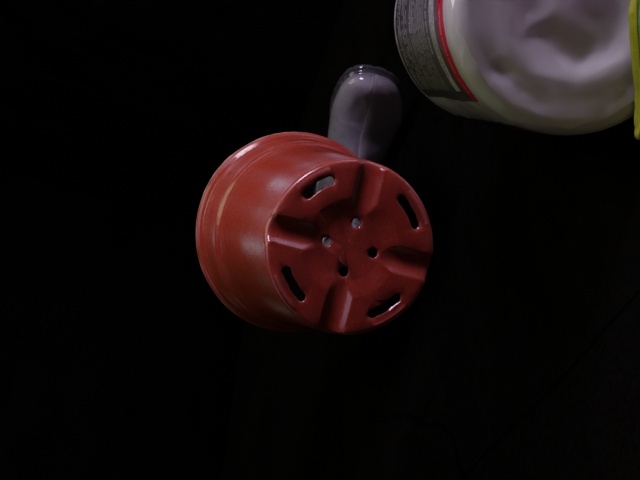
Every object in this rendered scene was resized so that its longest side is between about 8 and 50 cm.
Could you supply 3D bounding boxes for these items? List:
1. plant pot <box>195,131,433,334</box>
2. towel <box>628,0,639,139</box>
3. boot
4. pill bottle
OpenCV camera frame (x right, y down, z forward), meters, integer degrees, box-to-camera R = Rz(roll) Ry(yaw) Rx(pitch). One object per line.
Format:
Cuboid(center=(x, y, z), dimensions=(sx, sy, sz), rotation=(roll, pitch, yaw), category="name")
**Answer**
Cuboid(center=(0.000, 0.000, 1.363), dimensions=(0.265, 0.272, 0.273), rotation=(-163, 90, -74), category="plant pot")
Cuboid(center=(0.224, -0.085, 0.627), dimensions=(0.237, 0.021, 0.102), rotation=(-105, 4, -74), category="towel")
Cuboid(center=(0.054, -0.077, 1.669), dimensions=(0.223, 0.118, 0.338), rotation=(-86, 4, -46), category="boot")
Cuboid(center=(0.156, -0.180, 0.890), dimensions=(0.318, 0.176, 0.176), rotation=(-125, 52, -79), category="pill bottle")
